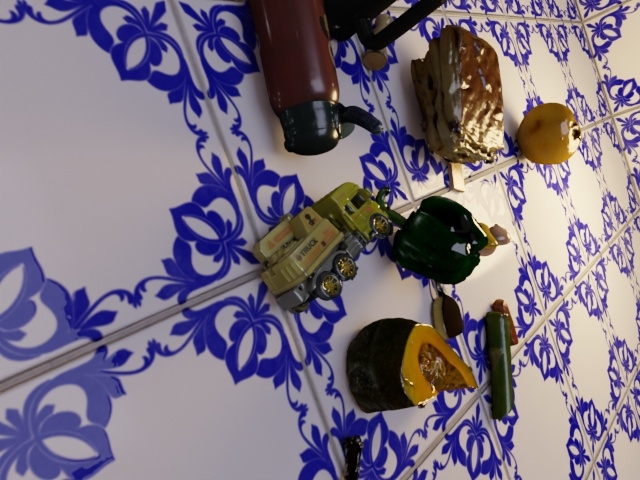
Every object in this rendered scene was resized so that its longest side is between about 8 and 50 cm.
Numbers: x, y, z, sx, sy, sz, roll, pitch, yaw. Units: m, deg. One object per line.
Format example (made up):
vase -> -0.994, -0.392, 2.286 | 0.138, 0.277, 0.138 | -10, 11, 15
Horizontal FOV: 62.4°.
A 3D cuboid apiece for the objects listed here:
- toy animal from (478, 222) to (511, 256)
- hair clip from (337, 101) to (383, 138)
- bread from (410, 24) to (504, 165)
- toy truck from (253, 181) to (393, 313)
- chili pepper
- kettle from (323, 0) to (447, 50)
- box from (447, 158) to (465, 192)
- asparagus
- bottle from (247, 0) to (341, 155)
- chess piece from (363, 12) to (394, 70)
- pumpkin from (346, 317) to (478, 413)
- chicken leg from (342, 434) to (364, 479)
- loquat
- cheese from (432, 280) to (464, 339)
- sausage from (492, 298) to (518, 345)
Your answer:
toy animal -> 0.454, 0.000, 1.444 | 0.114, 0.082, 0.091 | -18, 48, -31
hair clip -> 0.059, -0.228, 1.006 | 0.048, 0.275, 0.083 | -30, 106, -2
bread -> 0.352, -0.363, 1.376 | 0.277, 0.167, 0.325 | 2, 86, -45
toy truck -> 0.000, 0.000, 0.952 | 0.157, 0.124, 0.272 | 51, 51, -8
chili pepper -> 0.225, -0.017, 1.157 | 0.174, 0.261, 0.165 | -47, 154, -26
kettle -> 0.113, -0.566, 1.093 | 0.203, 0.307, 0.262 | 30, 58, -35
box -> 0.371, -0.180, 1.448 | 0.058, 0.015, 0.093 | 10, 71, -45
asparagus -> 0.466, 0.321, 1.365 | 0.067, 0.060, 0.278 | 22, 64, -51
bottle -> -0.043, -0.327, 0.995 | 0.143, 0.143, 0.337 | -8, 86, -46
chess piece -> 0.146, -0.491, 1.286 | 0.060, 0.060, 0.172 | 37, 52, -32
pumpkin -> 0.181, 0.280, 1.035 | 0.280, 0.139, 0.190 | 47, 46, -21
chicken leg -> 0.072, 0.477, 0.932 | 0.105, 0.051, 0.254 | -5, 81, -52
loquat -> 0.759, -0.352, 1.756 | 0.208, 0.208, 0.208 | 15, 68, -42
cheese -> 0.291, 0.151, 1.256 | 0.086, 0.036, 0.163 | -11, 86, -43
sausage -> 0.505, 0.224, 1.447 | 0.041, 0.039, 0.131 | -18, 90, -39
